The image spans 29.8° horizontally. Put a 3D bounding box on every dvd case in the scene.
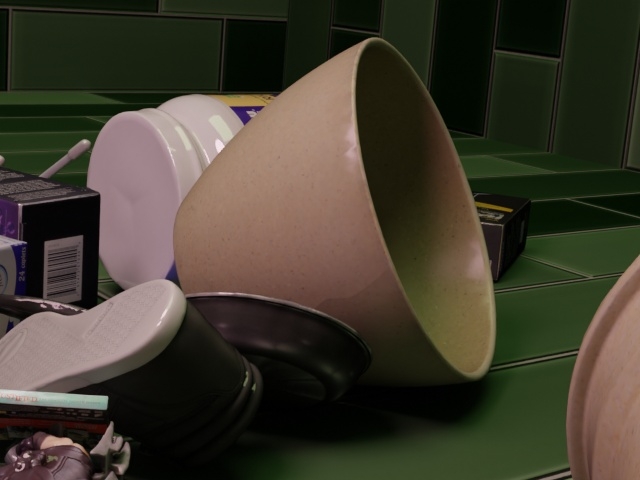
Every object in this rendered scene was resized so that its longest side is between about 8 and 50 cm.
[{"bbox_3d":[-0.194,0.139,0.859,0.087,0.119,0.013,4,55,-5],"label":"dvd case"}]

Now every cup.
[{"bbox_3d":[0.000,0.000,1.160,0.237,0.331,0.331,-17,5,21],"label":"cup"}]

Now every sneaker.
[{"bbox_3d":[-0.168,0.127,0.955,0.295,0.147,0.105,-18,38,41],"label":"sneaker"}]

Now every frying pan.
[{"bbox_3d":[-0.114,0.080,0.999,0.326,0.053,0.197,16,-28,-16],"label":"frying pan"}]

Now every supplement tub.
[{"bbox_3d":[-0.081,-0.054,1.423,0.331,0.241,0.241,-6,17,-40],"label":"supplement tub"}]

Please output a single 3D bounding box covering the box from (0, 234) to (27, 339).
[{"bbox_3d":[-0.336,0.064,1.074,0.072,0.126,0.137,14,16,31],"label":"box"}]

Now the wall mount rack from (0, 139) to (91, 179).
[{"bbox_3d":[-0.504,-0.084,1.658,0.304,0.131,0.350,9,14,20],"label":"wall mount rack"}]

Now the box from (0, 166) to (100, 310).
[{"bbox_3d":[-0.337,0.010,1.253,0.207,0.153,0.108,13,16,36],"label":"box"}]

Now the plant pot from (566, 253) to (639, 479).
[{"bbox_3d":[0.259,0.167,0.505,0.333,0.334,0.305,8,25,14],"label":"plant pot"}]

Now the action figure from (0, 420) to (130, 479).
[{"bbox_3d":[-0.238,0.162,0.763,0.285,0.099,0.185,10,6,5],"label":"action figure"}]

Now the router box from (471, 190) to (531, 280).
[{"bbox_3d":[0.131,-0.026,1.734,0.308,0.081,0.243,9,13,18],"label":"router box"}]
